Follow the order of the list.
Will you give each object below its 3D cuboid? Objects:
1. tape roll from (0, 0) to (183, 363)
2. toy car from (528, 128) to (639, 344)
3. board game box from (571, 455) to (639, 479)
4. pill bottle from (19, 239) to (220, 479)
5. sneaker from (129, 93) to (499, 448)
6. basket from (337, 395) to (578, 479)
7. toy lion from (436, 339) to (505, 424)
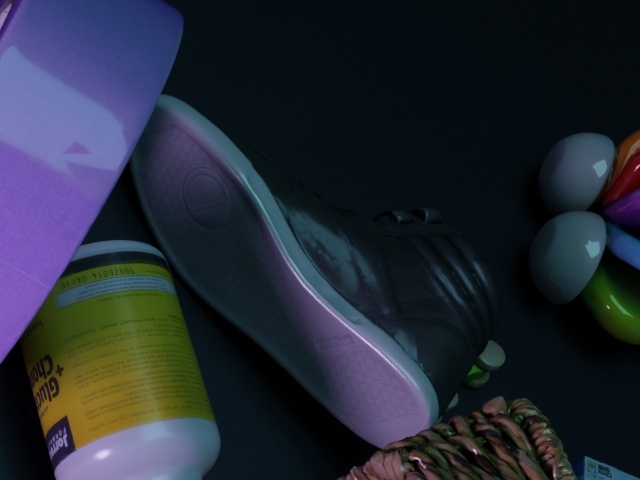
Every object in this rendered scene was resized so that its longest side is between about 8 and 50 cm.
[{"bbox_3d":[-0.187,-0.036,1.092,0.090,0.275,0.275,32,49,-14],"label":"tape roll"},{"bbox_3d":[0.256,-0.010,1.473,0.159,0.136,0.182,27,50,-18],"label":"toy car"},{"bbox_3d":[0.221,0.213,1.387,0.090,0.020,0.090,24,51,-21],"label":"board game box"},{"bbox_3d":[-0.120,0.100,1.168,0.103,0.103,0.184,-3,64,-35],"label":"pill bottle"},{"bbox_3d":[0.000,0.000,1.311,0.296,0.104,0.147,46,43,8],"label":"sneaker"},{"bbox_3d":[0.146,0.247,1.183,0.223,0.213,0.299,-13,71,-38],"label":"basket"},{"bbox_3d":[0.069,0.079,1.364,0.096,0.034,0.100,47,46,9],"label":"toy lion"}]
